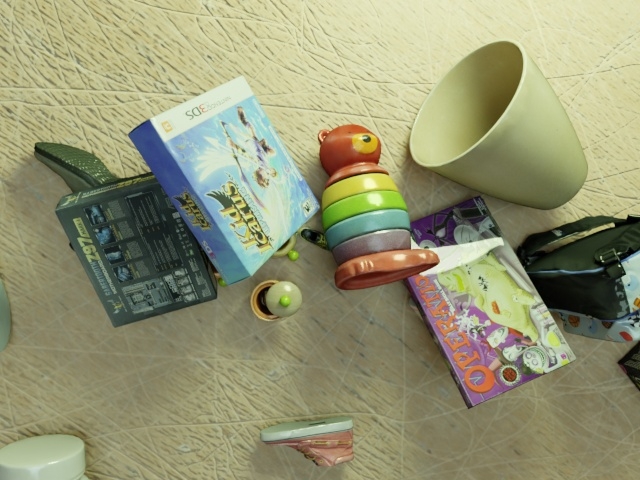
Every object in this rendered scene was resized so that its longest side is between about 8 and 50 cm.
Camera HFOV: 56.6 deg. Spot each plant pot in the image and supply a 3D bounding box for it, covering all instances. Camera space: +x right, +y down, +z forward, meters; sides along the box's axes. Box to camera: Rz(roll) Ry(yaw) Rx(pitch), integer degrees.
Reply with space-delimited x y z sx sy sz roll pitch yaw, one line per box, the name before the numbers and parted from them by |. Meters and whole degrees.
plant pot | 0.349 -0.176 1.079 0.274 0.256 0.256 30 87 -26

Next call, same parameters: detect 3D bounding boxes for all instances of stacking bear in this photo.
stacking bear | 0.073 -0.070 1.050 0.175 0.164 0.289 -7 76 -21

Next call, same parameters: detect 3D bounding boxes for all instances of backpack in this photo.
backpack | 0.555 0.059 1.106 0.263 0.276 0.213 -29 102 -14

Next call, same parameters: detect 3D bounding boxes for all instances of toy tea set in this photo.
toy tea set | -0.147 -0.006 1.038 0.336 0.124 0.200 41 85 -9

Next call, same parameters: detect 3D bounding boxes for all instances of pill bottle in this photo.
pill bottle | -0.459 0.484 0.982 0.161 0.161 0.283 0 93 -10

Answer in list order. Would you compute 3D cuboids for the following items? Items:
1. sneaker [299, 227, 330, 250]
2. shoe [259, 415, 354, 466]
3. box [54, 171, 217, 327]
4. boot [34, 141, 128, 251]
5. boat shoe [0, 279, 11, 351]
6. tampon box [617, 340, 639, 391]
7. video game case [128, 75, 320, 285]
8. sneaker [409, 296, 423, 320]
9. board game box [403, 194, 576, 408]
sneaker | 0.000 0.000 1.109 0.083 0.035 0.031 18 90 -10
shoe | -0.022 0.381 1.105 0.178 0.063 0.081 -3 88 -14
box | -0.288 0.015 0.961 0.183 0.059 0.232 -17 119 -1
boot | -0.401 -0.053 1.010 0.247 0.083 0.161 30 108 8
boat shoe | -0.588 0.082 0.992 0.076 0.080 0.228 -12 97 8
tampon box | 0.725 0.251 1.213 0.161 0.101 0.120 -40 98 -6
video game case | -0.136 -0.105 0.950 0.269 0.061 0.244 59 38 -13
sneaker | 0.229 0.102 1.150 0.134 0.051 0.070 -46 123 -19
board game box | 0.281 0.102 1.084 0.208 0.056 0.346 -23 69 -5
